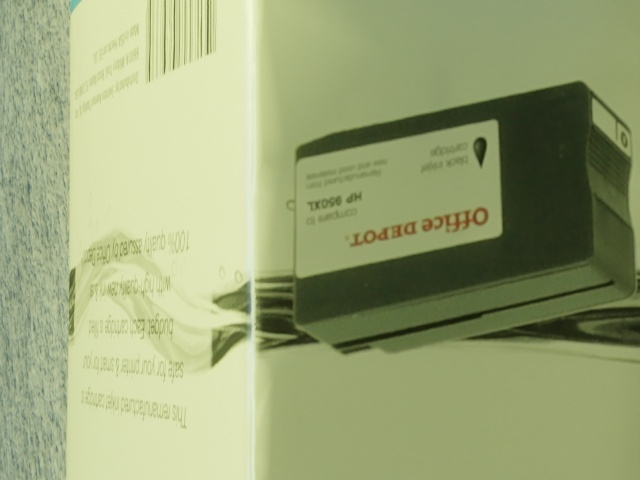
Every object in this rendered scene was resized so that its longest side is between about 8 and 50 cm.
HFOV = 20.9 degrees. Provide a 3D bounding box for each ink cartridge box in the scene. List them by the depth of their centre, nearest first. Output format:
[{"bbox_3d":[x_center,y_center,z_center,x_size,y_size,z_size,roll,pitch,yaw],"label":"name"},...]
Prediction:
[{"bbox_3d":[0.000,0.000,0.714,0.285,0.166,0.395,173,98,-70],"label":"ink cartridge box"}]
